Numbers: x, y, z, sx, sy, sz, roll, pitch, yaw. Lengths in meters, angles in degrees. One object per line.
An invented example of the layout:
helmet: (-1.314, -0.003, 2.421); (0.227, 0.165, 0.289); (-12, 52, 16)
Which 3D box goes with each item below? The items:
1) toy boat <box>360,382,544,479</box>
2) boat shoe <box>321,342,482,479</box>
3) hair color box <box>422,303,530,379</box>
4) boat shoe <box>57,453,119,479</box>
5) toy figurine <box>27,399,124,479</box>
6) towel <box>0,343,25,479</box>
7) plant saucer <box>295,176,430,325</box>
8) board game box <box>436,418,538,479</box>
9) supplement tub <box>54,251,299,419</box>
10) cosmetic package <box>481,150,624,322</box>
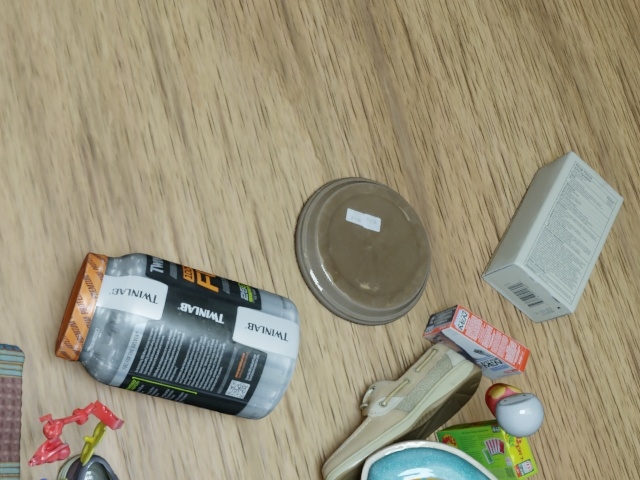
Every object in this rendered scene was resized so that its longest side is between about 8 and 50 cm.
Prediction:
toy boat: (0.210, 0.348, 1.131); (0.267, 0.148, 0.318); (32, 89, -2)
boat shoe: (0.120, 0.294, 1.289); (0.341, 0.121, 0.110); (-31, 53, -30)
hair color box: (0.281, 0.186, 1.401); (0.167, 0.093, 0.053); (33, 62, -12)
boat shoe: (-0.294, 0.428, 1.039); (0.103, 0.092, 0.285); (-6, 75, -25)
toy figurine: (-0.304, 0.398, 0.908); (0.217, 0.191, 0.362); (34, 84, 13)
towel: (-0.501, 0.239, 0.911); (0.370, 0.040, 0.271); (23, 59, -60)
plant saucer: (0.087, 0.013, 1.389); (0.278, 0.041, 0.278); (8, 71, -25)
board game box: (0.273, 0.351, 1.291); (0.043, 0.181, 0.092); (-13, 79, -29)
supplement tub: (-0.204, 0.134, 1.123); (0.316, 0.193, 0.193); (19, 66, -20)
cosmetic package: (0.466, -0.008, 1.545); (0.160, 0.113, 0.309); (40, 60, -9)
